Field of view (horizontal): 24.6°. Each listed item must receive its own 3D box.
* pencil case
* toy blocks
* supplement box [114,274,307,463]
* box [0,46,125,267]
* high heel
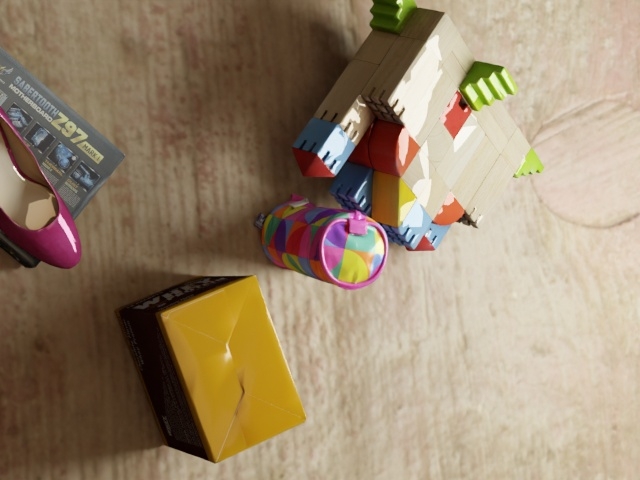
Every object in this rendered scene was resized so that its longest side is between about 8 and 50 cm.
[{"bbox_3d":[0.000,0.000,1.858,0.104,0.236,0.104,-3,98,-22],"label":"pencil case"},{"bbox_3d":[0.121,-0.114,1.919,0.261,0.190,0.381,-57,136,-16],"label":"toy blocks"},{"bbox_3d":[-0.139,0.152,1.805,0.129,0.194,0.191,-22,97,-23],"label":"supplement box"},{"bbox_3d":[-0.382,-0.107,1.780,0.232,0.059,0.183,41,74,-17],"label":"box"},{"bbox_3d":[-0.346,-0.069,1.697,0.082,0.117,0.244,-33,101,-21],"label":"high heel"}]
